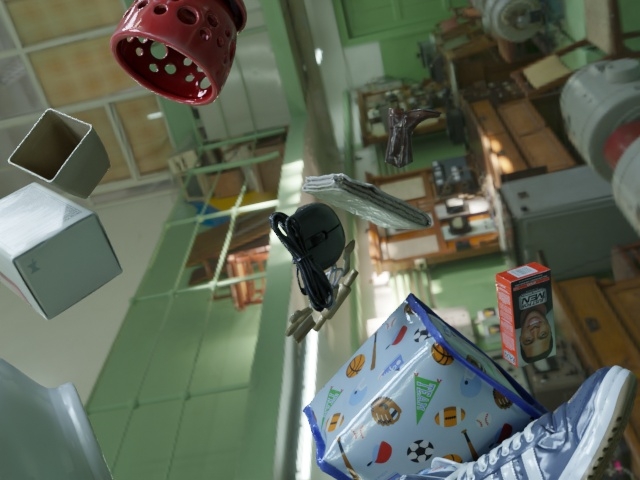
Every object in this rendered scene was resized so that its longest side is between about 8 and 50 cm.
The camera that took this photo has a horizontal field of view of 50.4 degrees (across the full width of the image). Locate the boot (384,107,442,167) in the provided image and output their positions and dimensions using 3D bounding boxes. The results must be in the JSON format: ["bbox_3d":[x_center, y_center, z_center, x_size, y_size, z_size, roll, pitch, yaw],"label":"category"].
[{"bbox_3d":[0.179,-0.196,1.312,0.037,0.107,0.114,-36,-52,-81],"label":"boot"}]

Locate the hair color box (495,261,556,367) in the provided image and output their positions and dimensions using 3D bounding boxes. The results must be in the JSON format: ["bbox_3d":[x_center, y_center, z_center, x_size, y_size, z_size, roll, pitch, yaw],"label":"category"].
[{"bbox_3d":[0.306,0.111,1.014,0.043,0.072,0.141,-141,38,-66],"label":"hair color box"}]

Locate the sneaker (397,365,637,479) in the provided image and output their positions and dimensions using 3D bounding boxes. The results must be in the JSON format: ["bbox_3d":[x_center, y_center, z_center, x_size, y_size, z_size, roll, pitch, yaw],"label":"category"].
[{"bbox_3d":[0.176,0.219,0.657,0.099,0.153,0.282,9,-72,-56],"label":"sneaker"}]

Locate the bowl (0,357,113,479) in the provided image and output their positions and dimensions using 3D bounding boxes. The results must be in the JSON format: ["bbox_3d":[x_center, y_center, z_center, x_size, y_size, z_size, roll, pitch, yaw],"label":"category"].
[{"bbox_3d":[-0.193,0.178,0.418,0.298,0.134,0.297,47,149,40],"label":"bowl"}]

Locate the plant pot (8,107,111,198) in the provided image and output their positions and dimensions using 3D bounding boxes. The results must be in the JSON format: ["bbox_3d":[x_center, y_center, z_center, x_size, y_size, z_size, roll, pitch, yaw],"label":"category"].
[{"bbox_3d":[-0.404,-0.128,1.089,0.109,0.109,0.096,-59,-28,-16],"label":"plant pot"}]

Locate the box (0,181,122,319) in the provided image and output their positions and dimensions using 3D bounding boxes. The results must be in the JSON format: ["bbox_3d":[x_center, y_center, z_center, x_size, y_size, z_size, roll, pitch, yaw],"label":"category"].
[{"bbox_3d":[-0.468,0.010,1.141,0.232,0.149,0.126,22,138,42],"label":"box"}]

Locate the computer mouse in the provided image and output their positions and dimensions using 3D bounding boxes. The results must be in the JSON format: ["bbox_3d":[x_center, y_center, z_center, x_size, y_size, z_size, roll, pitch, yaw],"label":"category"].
[{"bbox_3d":[0.000,0.000,1.225,0.188,0.072,0.272,63,-166,-10],"label":"computer mouse"}]

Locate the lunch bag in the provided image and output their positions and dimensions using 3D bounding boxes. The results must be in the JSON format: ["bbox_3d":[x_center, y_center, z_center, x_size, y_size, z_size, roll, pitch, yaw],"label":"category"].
[{"bbox_3d":[0.221,0.352,1.256,0.385,0.328,0.239,40,-170,-19],"label":"lunch bag"}]

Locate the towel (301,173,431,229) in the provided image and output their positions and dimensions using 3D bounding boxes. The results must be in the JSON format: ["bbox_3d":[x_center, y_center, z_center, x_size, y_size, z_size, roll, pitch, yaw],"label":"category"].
[{"bbox_3d":[0.107,-0.093,1.631,0.187,0.282,0.049,5,74,62],"label":"towel"}]

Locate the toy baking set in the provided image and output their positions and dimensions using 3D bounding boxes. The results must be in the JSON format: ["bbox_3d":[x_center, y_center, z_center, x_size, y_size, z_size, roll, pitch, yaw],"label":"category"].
[{"bbox_3d":[0.017,0.113,1.387,0.030,0.256,0.197,38,-173,16],"label":"toy baking set"}]

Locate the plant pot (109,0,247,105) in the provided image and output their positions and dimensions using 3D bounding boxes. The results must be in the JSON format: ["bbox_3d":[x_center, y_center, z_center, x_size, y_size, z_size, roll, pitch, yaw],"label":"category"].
[{"bbox_3d":[-0.228,-0.347,1.133,0.191,0.191,0.174,64,-139,-63],"label":"plant pot"}]
